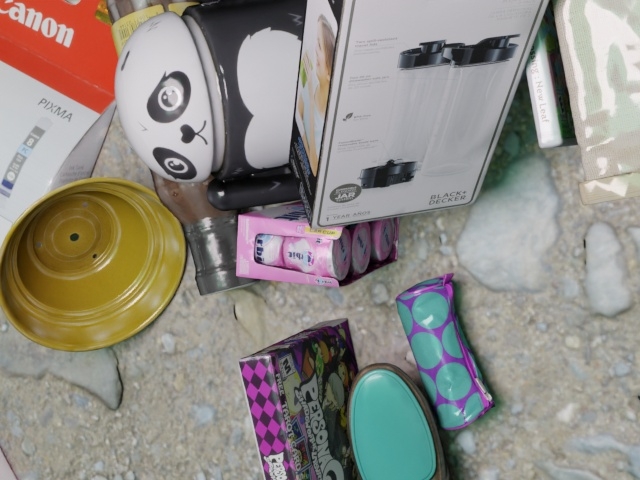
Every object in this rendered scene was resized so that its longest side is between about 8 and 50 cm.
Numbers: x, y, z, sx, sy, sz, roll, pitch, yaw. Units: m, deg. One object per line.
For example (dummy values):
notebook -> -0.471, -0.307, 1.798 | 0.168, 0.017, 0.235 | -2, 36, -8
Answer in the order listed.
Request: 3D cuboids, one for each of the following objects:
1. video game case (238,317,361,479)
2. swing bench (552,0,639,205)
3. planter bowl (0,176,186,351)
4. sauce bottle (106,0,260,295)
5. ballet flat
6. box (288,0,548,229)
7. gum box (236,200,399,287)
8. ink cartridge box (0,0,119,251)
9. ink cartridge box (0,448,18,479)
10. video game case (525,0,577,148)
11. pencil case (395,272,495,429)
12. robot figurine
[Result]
video game case -> 0.000, 0.210, 1.049 | 0.042, 0.210, 0.232 | -12, 90, 22
swing bench -> 0.294, -0.173, 0.865 | 0.165, 0.255, 0.253 | -9, 92, 22
planter bowl -> -0.271, 0.012, 1.176 | 0.090, 0.217, 0.217 | 43, 114, 52
sauce bottle -> -0.144, -0.111, 1.125 | 0.111, 0.111, 0.344 | -13, 90, 23
ballet flat -> 0.097, 0.258, 1.073 | 0.095, 0.096, 0.280 | -17, 90, 11
box -> 0.072, -0.137, 0.856 | 0.169, 0.290, 0.087 | -10, 57, -12
gum box -> 0.000, 0.000, 1.037 | 0.107, 0.188, 0.062 | 6, 100, 22
ink cartridge box -> -0.403, -0.181, 1.234 | 0.308, 0.091, 0.385 | 29, 106, 17
ink cartridge box -> -0.508, 0.358, 1.295 | 0.218, 0.158, 0.092 | -33, 84, 22
video game case -> 0.210, -0.180, 0.920 | 0.023, 0.212, 0.193 | -10, 92, 24
pencil case -> 0.130, 0.114, 1.065 | 0.070, 0.064, 0.151 | -22, 88, 38
robot figurine -> -0.059, -0.151, 1.005 | 0.278, 0.173, 0.209 | -13, 79, -19
